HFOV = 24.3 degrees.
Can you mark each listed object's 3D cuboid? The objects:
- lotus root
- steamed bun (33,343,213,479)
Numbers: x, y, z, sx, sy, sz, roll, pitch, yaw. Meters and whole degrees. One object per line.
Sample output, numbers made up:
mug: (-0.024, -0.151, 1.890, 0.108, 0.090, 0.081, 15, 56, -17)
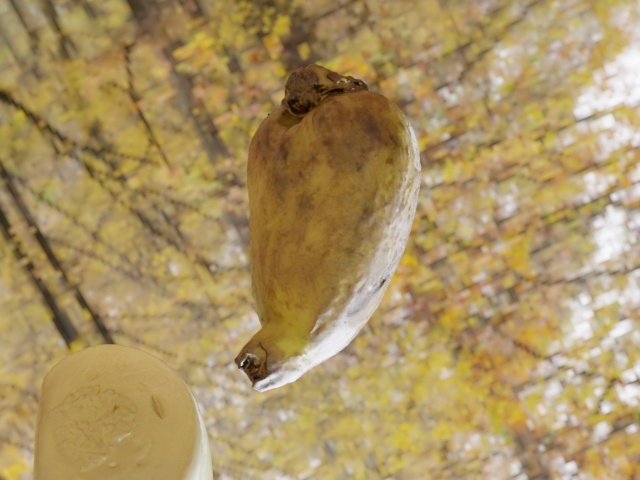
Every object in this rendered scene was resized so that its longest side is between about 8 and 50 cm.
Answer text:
lotus root: (0.000, 0.000, 0.845, 0.108, 0.094, 0.191, -20, -123, 55)
steamed bun: (-0.175, 0.230, 1.369, 0.154, 0.200, 0.250, -6, -137, -2)
